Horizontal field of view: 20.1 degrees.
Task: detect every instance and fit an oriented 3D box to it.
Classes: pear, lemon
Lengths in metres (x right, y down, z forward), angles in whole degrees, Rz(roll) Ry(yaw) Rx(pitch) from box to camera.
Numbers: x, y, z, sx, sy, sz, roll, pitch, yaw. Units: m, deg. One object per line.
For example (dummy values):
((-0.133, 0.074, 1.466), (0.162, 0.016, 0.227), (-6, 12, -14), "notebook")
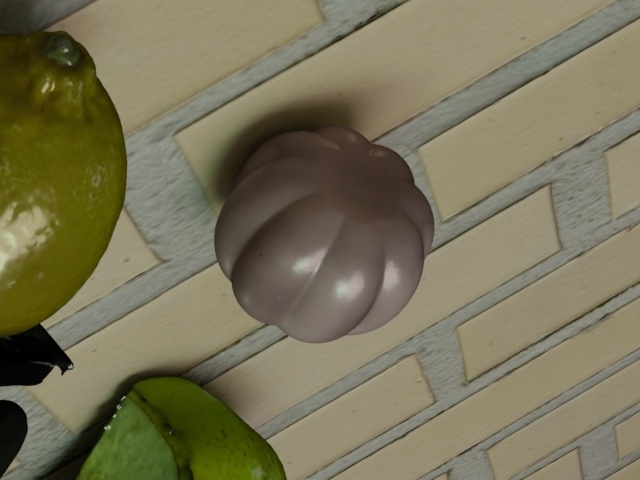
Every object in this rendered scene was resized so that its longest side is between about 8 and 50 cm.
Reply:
((-0.140, 0.280, 1.797), (0.292, 0.159, 0.292), (-39, 156, -21), "pear")
((-0.217, -0.038, 1.171), (0.184, 0.184, 0.248), (3, 128, -50), "lemon")

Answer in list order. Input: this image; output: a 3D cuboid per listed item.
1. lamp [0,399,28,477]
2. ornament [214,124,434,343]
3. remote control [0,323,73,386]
((-0.351, 0.181, 1.381), (0.244, 0.198, 0.197), (-24, 163, 38), "lamp")
((0.000, -0.001, 1.481), (0.177, 0.177, 0.177), (-25, 154, -13), "ornament")
((-0.334, 0.051, 1.245), (0.062, 0.144, 0.399), (-53, 152, 13), "remote control")
